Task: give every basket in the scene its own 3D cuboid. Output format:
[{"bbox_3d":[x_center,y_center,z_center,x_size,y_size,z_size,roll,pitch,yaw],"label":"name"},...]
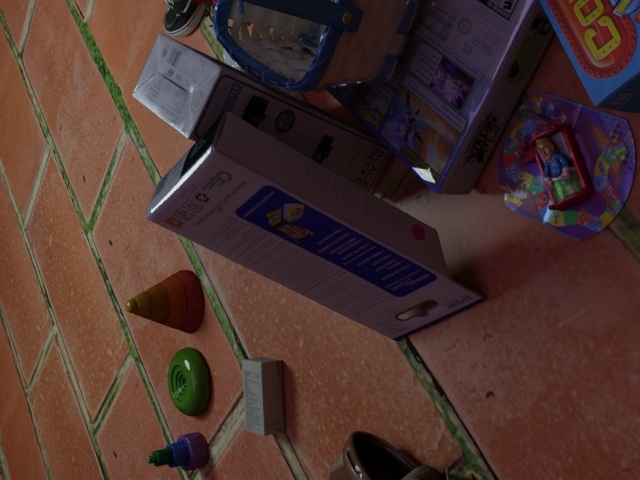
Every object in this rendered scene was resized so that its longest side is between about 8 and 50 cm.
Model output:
[{"bbox_3d":[-0.046,-0.276,0.890,0.255,0.289,0.201,43,116,47],"label":"basket"}]

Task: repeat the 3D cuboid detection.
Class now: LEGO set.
[{"bbox_3d":[-0.169,-0.375,1.369,0.054,0.023,0.083,-31,81,51],"label":"LEGO set"}]

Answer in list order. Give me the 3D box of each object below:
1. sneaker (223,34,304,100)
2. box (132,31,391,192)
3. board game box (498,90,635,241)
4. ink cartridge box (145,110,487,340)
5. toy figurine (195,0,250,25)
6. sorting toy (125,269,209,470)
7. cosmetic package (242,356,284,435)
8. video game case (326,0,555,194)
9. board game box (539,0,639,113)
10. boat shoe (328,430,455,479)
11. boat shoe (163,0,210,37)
[{"bbox_3d":[-0.106,-0.233,1.211,0.232,0.115,0.090,58,133,32],"label":"sneaker"},{"bbox_3d":[-0.067,-0.149,1.016,0.169,0.290,0.087,37,105,45],"label":"box"},{"bbox_3d":[0.241,-0.078,0.840,0.168,0.033,0.133,35,118,46],"label":"board game box"},{"bbox_3d":[0.000,0.000,0.940,0.175,0.371,0.069,-34,33,48],"label":"ink cartridge box"},{"bbox_3d":[-0.060,-0.495,1.091,0.362,0.191,0.217,-57,45,36],"label":"toy figurine"},{"bbox_3d":[-0.284,0.238,1.463,0.127,0.126,0.366,-9,84,52],"label":"sorting toy"},{"bbox_3d":[-0.090,0.245,1.280,0.060,0.041,0.115,-1,91,53],"label":"cosmetic package"},{"bbox_3d":[0.129,-0.228,0.953,0.269,0.061,0.244,50,128,39],"label":"video game case"},{"bbox_3d":[0.309,-0.322,0.694,0.302,0.086,0.308,-42,60,45],"label":"board game box"},{"bbox_3d":[0.117,0.328,0.956,0.324,0.123,0.116,21,106,48],"label":"boat shoe"},{"bbox_3d":[-0.232,-0.432,1.400,0.219,0.070,0.078,-36,64,47],"label":"boat shoe"}]
